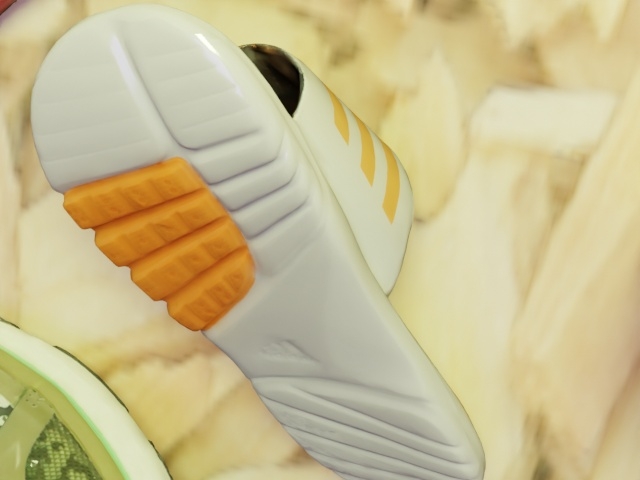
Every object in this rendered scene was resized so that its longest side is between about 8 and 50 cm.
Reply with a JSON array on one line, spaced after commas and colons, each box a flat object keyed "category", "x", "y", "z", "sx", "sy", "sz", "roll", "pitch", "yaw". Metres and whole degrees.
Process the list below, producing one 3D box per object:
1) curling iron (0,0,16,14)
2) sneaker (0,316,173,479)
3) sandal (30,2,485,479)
[{"category": "curling iron", "x": -0.111, "y": -0.109, "z": 0.516, "sx": 0.274, "sy": 0.035, "sz": 0.068, "roll": -31, "pitch": 149, "yaw": 27}, {"category": "sneaker", "x": -0.124, "y": 0.176, "z": 0.557, "sx": 0.410, "sy": 0.182, "sz": 0.158, "roll": 45, "pitch": 120, "yaw": 18}, {"category": "sandal", "x": -0.009, "y": 0.001, "z": 0.547, "sx": 0.102, "sy": 0.076, "sz": 0.265, "roll": -3, "pitch": 139, "yaw": 31}]
